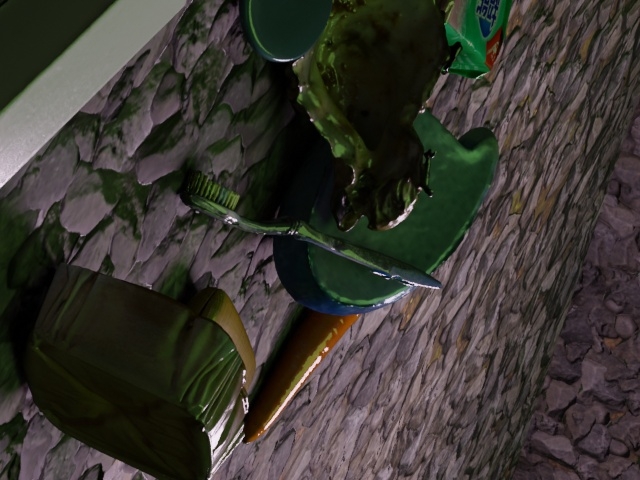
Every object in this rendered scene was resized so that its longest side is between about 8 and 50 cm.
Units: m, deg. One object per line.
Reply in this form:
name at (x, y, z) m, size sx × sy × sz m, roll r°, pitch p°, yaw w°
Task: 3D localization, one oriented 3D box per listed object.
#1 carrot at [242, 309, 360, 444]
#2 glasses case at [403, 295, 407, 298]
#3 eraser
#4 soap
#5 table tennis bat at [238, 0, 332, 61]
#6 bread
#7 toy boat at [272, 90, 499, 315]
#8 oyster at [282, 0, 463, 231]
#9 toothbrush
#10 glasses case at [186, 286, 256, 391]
carrot at (-0.023, 0.152, 2.396) m, size 0.062 × 0.066 × 0.271 m, roll 47°, pitch 66°, yaw -23°
glasses case at (0.085, -0.031, 2.405) m, size 0.144 × 0.076 × 0.336 m, roll -60°, pitch 161°, yaw -9°
eraser at (-0.220, -0.147, 1.443) m, size 0.298 × 0.076 × 0.078 m, roll -51°, pitch 158°, yaw -35°
soap at (0.153, -0.301, 2.170) m, size 0.273 × 0.098 × 0.217 m, roll 26°, pitch 77°, yaw -70°
table tennis bat at (-0.013, -0.271, 1.847) m, size 0.201 × 0.033 × 0.124 m, roll -56°, pitch 136°, yaw -21°
bread at (-0.172, 0.129, 1.725) m, size 0.109 × 0.210 × 0.192 m, roll -57°, pitch 161°, yaw -33°
toy boat at (0.064, -0.052, 2.191) m, size 0.215 × 0.123 × 0.330 m, roll 42°, pitch 71°, yaw -24°
oyster at (0.061, -0.158, 2.007) m, size 0.133 × 0.198 × 0.337 m, roll -117°, pitch -167°, yaw -63°
toothbrush at (0.000, 0.000, 2.016) m, size 0.413 × 0.035 × 0.042 m, roll 22°, pitch 91°, yaw -44°
glasses case at (-0.118, 0.127, 2.088) m, size 0.079 × 0.064 × 0.234 m, roll -59°, pitch 161°, yaw -19°
